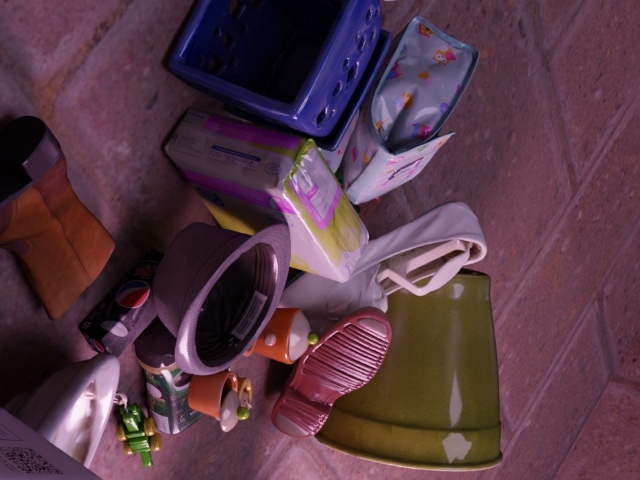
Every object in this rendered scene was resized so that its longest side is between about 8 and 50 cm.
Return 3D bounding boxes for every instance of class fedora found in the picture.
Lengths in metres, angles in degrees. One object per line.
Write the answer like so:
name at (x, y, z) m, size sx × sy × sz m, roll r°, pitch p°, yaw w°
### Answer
fedora at (-0.158, 0.063, 1.742) m, size 0.244 × 0.124 × 0.275 m, roll -44°, pitch 154°, yaw -28°

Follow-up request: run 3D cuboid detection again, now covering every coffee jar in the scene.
coffee jar at (-0.233, 0.208, 1.872) m, size 0.096 × 0.079 × 0.184 m, roll -34°, pitch 136°, yaw -34°

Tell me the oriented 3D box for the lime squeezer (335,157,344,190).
lime squeezer at (0.052, -0.129, 2.130) m, size 0.110 × 0.058 × 0.310 m, roll -75°, pitch 175°, yaw -72°

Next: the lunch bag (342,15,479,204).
lunch bag at (0.131, -0.198, 1.978) m, size 0.262 × 0.160 × 0.223 m, roll -66°, pitch -173°, yaw -23°

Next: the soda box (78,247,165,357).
soda box at (-0.275, 0.093, 1.763) m, size 0.169 × 0.053 × 0.060 m, roll -50°, pitch 144°, yaw -26°

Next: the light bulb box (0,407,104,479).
light bulb box at (-0.493, 0.270, 1.262) m, size 0.361 × 0.358 × 0.225 m, roll 21°, pitch 93°, yaw -57°

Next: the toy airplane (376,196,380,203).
toy airplane at (0.104, -0.141, 2.198) m, size 0.151 × 0.028 × 0.151 m, roll 13°, pitch 90°, yaw -73°

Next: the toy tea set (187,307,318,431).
toy tea set at (-0.096, 0.187, 1.939) m, size 0.200 × 0.124 × 0.336 m, roll 82°, pitch 23°, yaw -44°

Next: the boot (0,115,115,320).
boot at (-0.397, 0.015, 1.536) m, size 0.264 × 0.096 × 0.280 m, roll -59°, pitch 155°, yaw -27°

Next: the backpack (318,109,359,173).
backpack at (-0.021, -0.171, 1.920) m, size 0.152 × 0.115 × 0.182 m, roll 37°, pitch 74°, yaw -54°

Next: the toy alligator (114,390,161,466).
toy alligator at (-0.289, 0.280, 1.866) m, size 0.051 × 0.056 × 0.190 m, roll -96°, pitch 175°, yaw -48°

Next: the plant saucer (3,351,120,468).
plant saucer at (-0.398, 0.318, 1.595) m, size 0.400 × 0.100 × 0.401 m, roll 23°, pitch 90°, yaw -87°

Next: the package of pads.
package of pads at (-0.069, -0.064, 1.801) m, size 0.101 × 0.229 × 0.296 m, roll -61°, pitch 149°, yaw -19°

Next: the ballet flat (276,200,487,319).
ballet flat at (0.118, 0.058, 2.111) m, size 0.400 × 0.139 × 0.139 m, roll -26°, pitch 135°, yaw -12°

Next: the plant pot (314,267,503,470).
plant pot at (0.189, 0.221, 2.297) m, size 0.366 × 0.366 × 0.353 m, roll 1°, pitch 97°, yaw -56°

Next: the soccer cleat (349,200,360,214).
soccer cleat at (0.012, -0.082, 2.062) m, size 0.179 × 0.060 × 0.072 m, roll 18°, pitch 78°, yaw -48°

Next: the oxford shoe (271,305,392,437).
oxford shoe at (0.018, 0.208, 2.131) m, size 0.348 × 0.123 × 0.130 m, roll -49°, pitch -165°, yaw 39°

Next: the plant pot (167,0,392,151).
plant pot at (-0.042, -0.270, 1.726) m, size 0.236 × 0.236 × 0.212 m, roll -63°, pitch 154°, yaw -8°
